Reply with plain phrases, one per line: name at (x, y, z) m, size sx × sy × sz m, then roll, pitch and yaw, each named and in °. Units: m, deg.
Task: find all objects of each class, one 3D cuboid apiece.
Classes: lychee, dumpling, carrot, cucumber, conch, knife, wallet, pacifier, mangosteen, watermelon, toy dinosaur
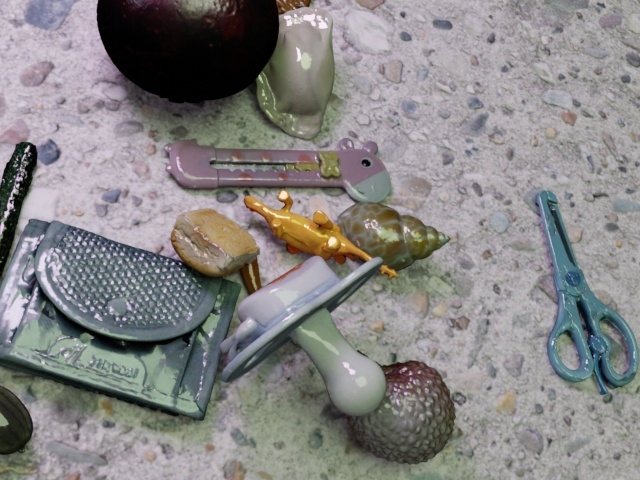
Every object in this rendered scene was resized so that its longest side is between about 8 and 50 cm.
lychee at (0.116, 0.248, 1.301) m, size 0.165 × 0.165 × 0.197 m, roll -27°, pitch 99°, yaw -26°
dumpling at (-0.050, -0.294, 1.501) m, size 0.151 × 0.124 × 0.229 m, roll 2°, pitch 92°, yaw -3°
carrot at (-0.110, 0.057, 1.380) m, size 0.035 × 0.035 × 0.142 m, roll -14°, pitch 79°, yaw -23°
cucumber at (-0.474, -0.033, 1.289) m, size 0.044 × 0.043 × 0.256 m, roll 11°, pitch 66°, yaw -9°
conch at (0.107, -0.008, 1.443) m, size 0.173 × 0.106 × 0.116 m, roll 44°, pitch 42°, yaw 18°
knife at (-0.066, -0.124, 1.467) m, size 0.399 × 0.038 × 0.132 m, roll -1°, pitch 66°, yaw -18°
wallet at (-0.303, 0.110, 1.272) m, size 0.342 × 0.075 × 0.237 m, roll 19°, pitch 61°, yaw -10°
pacifier at (0.001, 0.155, 1.234) m, size 0.299 × 0.244 × 0.233 m, roll -31°, pitch 74°, yaw -35°
mangosteen at (-0.199, -0.372, 1.370) m, size 0.297 × 0.313 × 0.297 m, roll 26°, pitch 33°, yaw -18°
watermelon at (-0.438, 0.245, 1.166) m, size 0.111 × 0.078 × 0.078 m, roll 43°, pitch 62°, yaw 2°
toy dinosaur at (0.000, 0.000, 1.394) m, size 0.288 × 0.117 × 0.070 m, roll 26°, pitch 74°, yaw 11°

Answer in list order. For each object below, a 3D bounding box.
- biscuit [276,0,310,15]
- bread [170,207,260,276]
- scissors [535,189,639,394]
biscuit at (-0.119, -0.475, 1.597) m, size 0.212 × 0.036 × 0.212 m, roll 7°, pitch 65°, yaw -15°
bread at (-0.171, 0.008, 1.330) m, size 0.125 × 0.082 × 0.106 m, roll 39°, pitch 26°, yaw 14°
scissors at (0.464, 0.085, 1.559) m, size 0.180 × 0.032 × 0.393 m, roll -3°, pitch 69°, yaw -20°
